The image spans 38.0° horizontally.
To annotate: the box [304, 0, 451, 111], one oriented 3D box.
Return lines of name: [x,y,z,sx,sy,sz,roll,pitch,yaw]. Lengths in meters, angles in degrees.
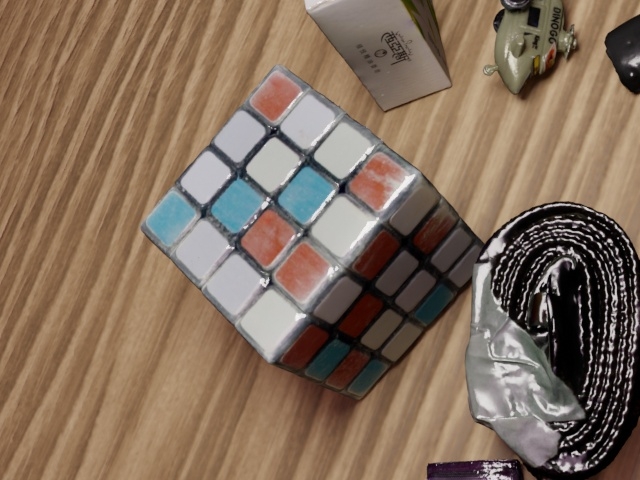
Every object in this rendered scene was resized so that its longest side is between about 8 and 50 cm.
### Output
box: [0.064,-0.313,1.170,0.111,0.260,0.194,-19,65,20]

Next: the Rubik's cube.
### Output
Rubik's cube: [0.000,-0.001,1.086,0.253,0.256,0.259,-48,58,3]

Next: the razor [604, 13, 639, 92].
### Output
razor: [0.411,-0.237,1.089,0.148,0.054,0.090,-21,60,18]

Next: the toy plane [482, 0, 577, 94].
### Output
toy plane: [0.279,-0.314,1.170,0.108,0.092,0.286,11,76,7]

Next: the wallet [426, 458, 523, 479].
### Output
wallet: [0.169,0.324,1.012,0.111,0.030,0.165,-9,68,22]

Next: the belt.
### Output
belt: [0.249,0.106,0.978,0.184,0.164,0.289,0,74,21]
